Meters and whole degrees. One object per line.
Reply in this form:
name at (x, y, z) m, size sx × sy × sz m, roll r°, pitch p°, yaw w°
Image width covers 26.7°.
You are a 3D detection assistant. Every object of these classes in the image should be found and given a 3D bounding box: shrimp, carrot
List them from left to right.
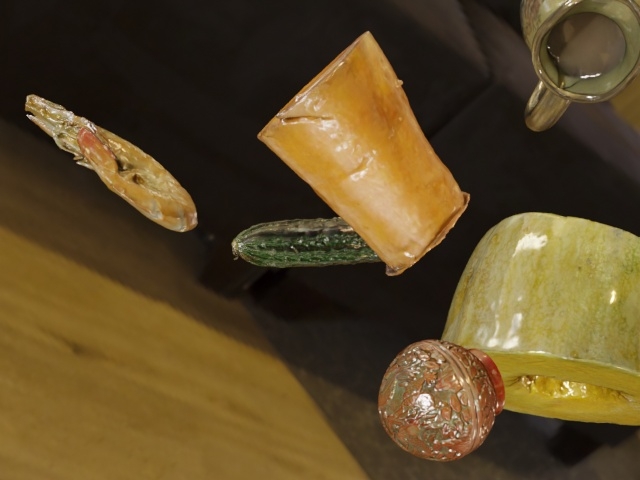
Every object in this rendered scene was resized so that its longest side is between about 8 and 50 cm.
shrimp at (-0.286, -0.100, 1.822) m, size 0.287 × 0.063 × 0.152 m, roll 34°, pitch 17°, yaw -10°
carrot at (0.068, -0.104, 1.670) m, size 0.254 × 0.196 × 0.196 m, roll 48°, pitch 23°, yaw -9°

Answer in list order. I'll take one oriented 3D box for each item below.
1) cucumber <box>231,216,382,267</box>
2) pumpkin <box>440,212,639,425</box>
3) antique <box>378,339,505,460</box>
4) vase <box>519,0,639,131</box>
cucumber at (0.000, 0.001, 1.896) m, size 0.265 × 0.077 × 0.077 m, roll -4°, pitch 46°, yaw -16°
pumpkin at (0.306, 0.095, 1.620) m, size 0.332 × 0.332 × 0.199 m, roll 24°, pitch 70°, yaw -44°
antique at (0.094, 0.129, 1.089) m, size 0.104 × 0.104 × 0.104 m, roll 39°, pitch 25°, yaw -22°
vase at (0.427, -0.319, 2.238) m, size 0.241 × 0.329 × 0.302 m, roll 24°, pitch 35°, yaw -3°
